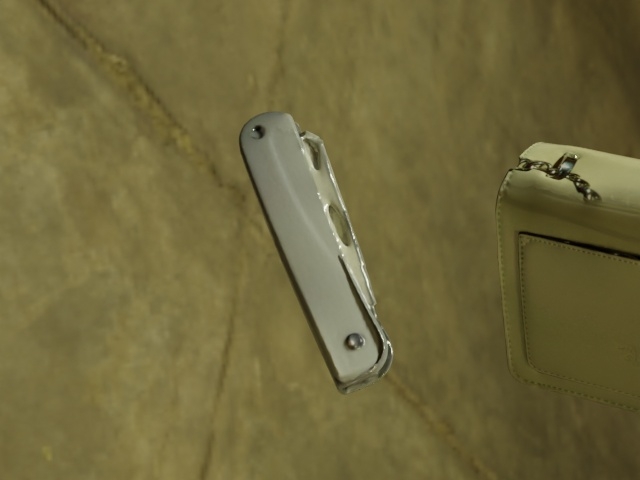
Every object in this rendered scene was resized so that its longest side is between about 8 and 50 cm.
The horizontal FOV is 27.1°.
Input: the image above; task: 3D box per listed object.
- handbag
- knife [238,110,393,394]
[{"bbox_3d":[0.354,0.043,1.256,0.160,0.358,0.237,-43,133,-38],"label":"handbag"},{"bbox_3d":[-0.003,0.002,1.132,0.040,0.073,0.266,58,11,-64],"label":"knife"}]
